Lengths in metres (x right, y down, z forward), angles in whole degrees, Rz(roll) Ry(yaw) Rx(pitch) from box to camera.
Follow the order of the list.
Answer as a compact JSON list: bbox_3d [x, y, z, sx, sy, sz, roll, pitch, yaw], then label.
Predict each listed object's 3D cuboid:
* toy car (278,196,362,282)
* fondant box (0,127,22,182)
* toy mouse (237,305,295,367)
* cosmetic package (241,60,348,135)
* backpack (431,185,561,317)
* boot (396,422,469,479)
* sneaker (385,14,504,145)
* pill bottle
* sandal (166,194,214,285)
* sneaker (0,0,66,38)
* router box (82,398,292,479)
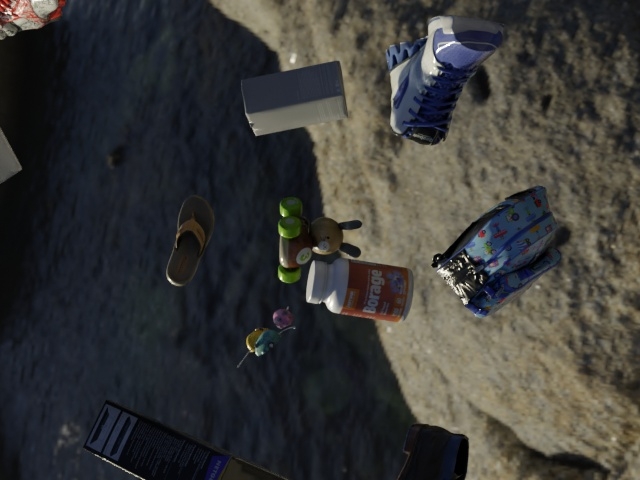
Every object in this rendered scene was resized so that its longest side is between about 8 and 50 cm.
[{"bbox_3d":[0.000,0.000,2.228,0.149,0.188,0.155,-89,1,-54],"label":"toy car"},{"bbox_3d":[-0.607,-0.105,1.349,0.096,0.330,0.238,43,159,26],"label":"fondant box"},{"bbox_3d":[-0.096,0.177,1.950,0.161,0.031,0.143,-50,15,-32],"label":"toy mouse"},{"bbox_3d":[-0.059,-0.335,2.333,0.127,0.237,0.107,74,-171,-69],"label":"cosmetic package"},{"bbox_3d":[0.268,0.009,1.388,0.117,0.158,0.173,53,138,14],"label":"backpack"},{"bbox_3d":[0.193,0.430,1.717,0.106,0.082,0.219,-3,69,38],"label":"boot"},{"bbox_3d":[0.203,-0.259,1.670,0.315,0.127,0.182,168,106,-71],"label":"sneaker"},{"bbox_3d":[0.083,0.103,2.115,0.121,0.216,0.121,-171,90,-82],"label":"pill bottle"},{"bbox_3d":[-0.254,0.000,1.901,0.049,0.072,0.180,84,-158,-81],"label":"sandal"},{"bbox_3d":[-0.473,-0.370,1.501,0.090,0.145,0.270,67,165,-4],"label":"sneaker"},{"bbox_3d":[-0.155,0.344,1.434,0.242,0.309,0.081,15,74,35],"label":"router box"}]
